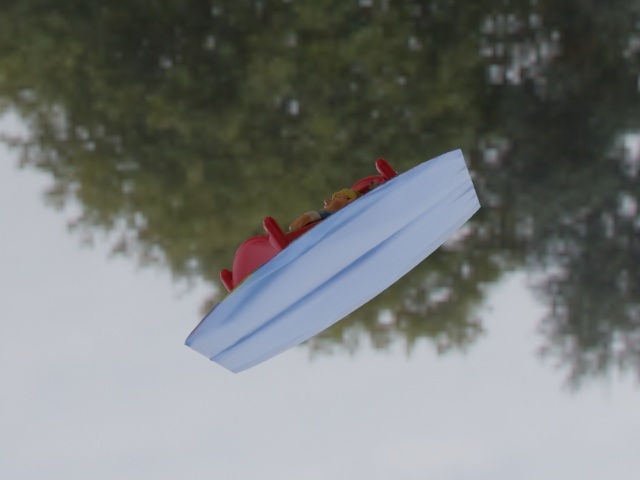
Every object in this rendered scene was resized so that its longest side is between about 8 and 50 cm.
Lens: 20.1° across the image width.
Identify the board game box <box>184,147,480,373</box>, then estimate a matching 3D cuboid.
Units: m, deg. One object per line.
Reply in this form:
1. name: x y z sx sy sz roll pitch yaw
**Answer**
1. board game box: 0.000 0.000 0.757 0.133 0.033 0.168 -35 166 2
